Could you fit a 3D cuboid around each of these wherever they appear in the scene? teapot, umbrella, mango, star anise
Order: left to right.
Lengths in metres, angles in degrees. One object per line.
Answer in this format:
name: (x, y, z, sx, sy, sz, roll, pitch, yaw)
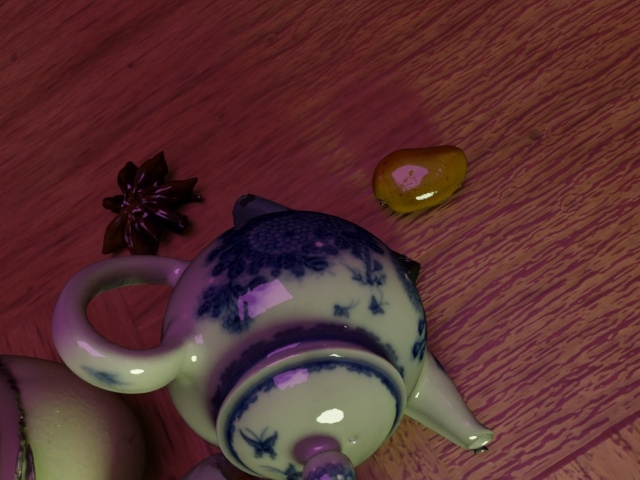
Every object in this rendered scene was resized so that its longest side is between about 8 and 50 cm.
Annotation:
star anise: (-0.242, -0.044, 0.755, 0.167, 0.057, 0.168, -5, 70, 13)
teapot: (-0.020, 0.111, 0.510, 0.252, 0.423, 0.280, -59, 26, 23)
umbrella: (-0.001, 0.002, 0.671, 0.250, 0.052, 0.053, 23, 78, 23)
mango: (0.117, -0.077, 0.660, 0.114, 0.060, 0.080, -22, 70, 4)

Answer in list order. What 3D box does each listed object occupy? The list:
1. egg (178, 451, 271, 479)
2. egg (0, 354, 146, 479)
egg: (-0.083, 0.317, 0.515, 0.182, 0.183, 0.217, 14, 83, 20)
egg: (-0.311, 0.261, 0.616, 0.286, 0.174, 0.265, -31, 63, 31)
